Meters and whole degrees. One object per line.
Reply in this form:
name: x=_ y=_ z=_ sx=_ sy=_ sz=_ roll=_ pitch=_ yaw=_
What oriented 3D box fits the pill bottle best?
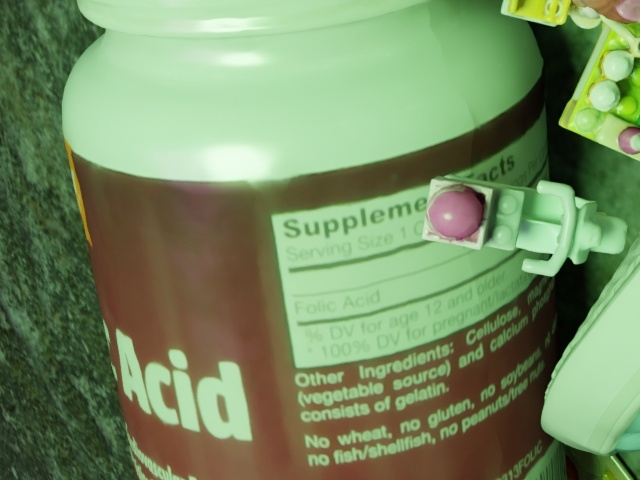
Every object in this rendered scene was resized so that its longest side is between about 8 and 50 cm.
pill bottle: x=0.000 y=0.000 z=0.693 sx=0.224 sy=0.224 sz=0.392 roll=21 pitch=127 yaw=47

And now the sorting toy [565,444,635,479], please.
sorting toy: x=0.139 y=0.121 z=0.790 sx=0.083 sy=0.012 sz=0.062 roll=54 pitch=147 yaw=14

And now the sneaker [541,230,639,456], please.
sneaker: x=0.196 y=0.022 z=0.529 sx=0.150 sy=0.135 sz=0.366 roll=35 pitch=154 yaw=7

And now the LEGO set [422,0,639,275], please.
LEGO set: x=0.106 y=-0.128 z=0.506 sx=0.107 sy=0.132 sz=0.287 roll=-76 pitch=-13 yaw=-82
